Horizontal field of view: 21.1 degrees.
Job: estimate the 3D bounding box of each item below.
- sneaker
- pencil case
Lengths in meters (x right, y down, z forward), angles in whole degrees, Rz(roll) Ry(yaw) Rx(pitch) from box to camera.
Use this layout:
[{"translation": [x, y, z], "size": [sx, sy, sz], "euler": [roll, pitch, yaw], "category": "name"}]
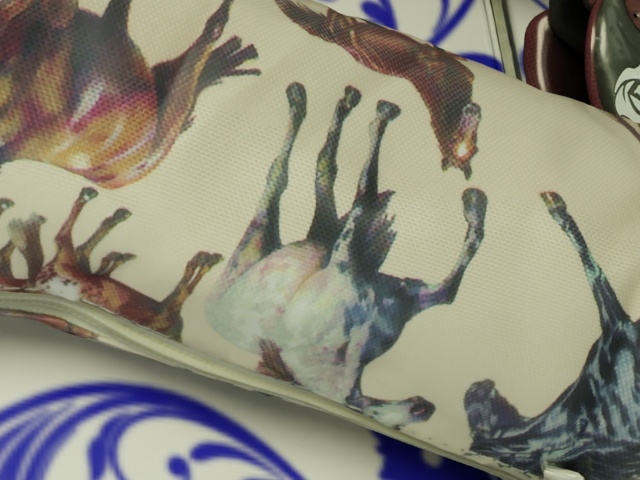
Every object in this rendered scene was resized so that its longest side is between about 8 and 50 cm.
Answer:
[{"translation": [0.200, -0.119, 0.857], "size": [0.162, 0.106, 0.281], "euler": [36, 73, -19], "category": "sneaker"}, {"translation": [0.000, 0.000, 0.695], "size": [0.410, 0.160, 0.184], "euler": [19, 62, -18], "category": "pencil case"}]
